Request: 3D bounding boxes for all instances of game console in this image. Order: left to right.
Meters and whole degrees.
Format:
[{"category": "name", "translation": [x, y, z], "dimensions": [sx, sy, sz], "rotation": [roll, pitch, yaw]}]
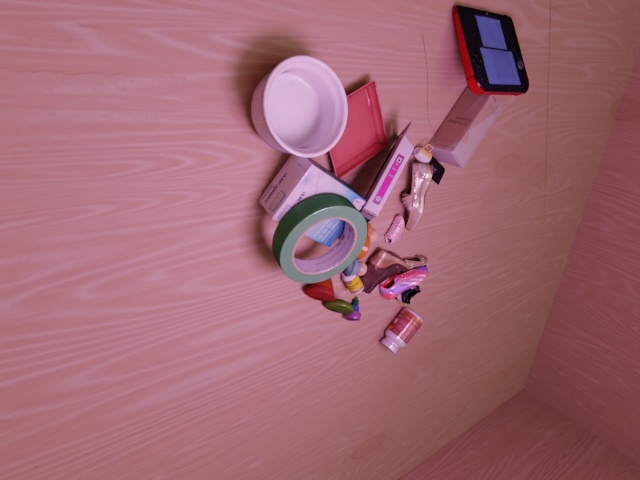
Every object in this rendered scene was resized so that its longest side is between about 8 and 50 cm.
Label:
[{"category": "game console", "translation": [0.686, -0.745, 1.734], "dimensions": [0.386, 0.060, 0.343], "rotation": [-12, 92, -36]}]

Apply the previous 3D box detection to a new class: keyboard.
[{"category": "keyboard", "translation": [0.482, -0.303, 1.912], "dimensions": [0.180, 0.023, 0.108], "rotation": [28, 86, -44]}]

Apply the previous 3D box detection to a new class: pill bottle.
[{"category": "pill bottle", "translation": [0.129, 0.162, 1.815], "dimensions": [0.065, 0.065, 0.116], "rotation": [-40, 118, -17]}, {"category": "pill bottle", "translation": [0.397, 0.445, 2.154], "dimensions": [0.216, 0.121, 0.121], "rotation": [-50, 134, -9]}]

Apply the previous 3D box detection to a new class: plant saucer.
[{"category": "plant saucer", "translation": [0.111, -0.390, 1.537], "dimensions": [0.258, 0.047, 0.259], "rotation": [-37, 131, -21]}]

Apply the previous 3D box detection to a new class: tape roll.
[{"category": "tape roll", "translation": [0.000, 0.000, 1.453], "dimensions": [0.320, 0.077, 0.322], "rotation": [-18, 136, -19]}]

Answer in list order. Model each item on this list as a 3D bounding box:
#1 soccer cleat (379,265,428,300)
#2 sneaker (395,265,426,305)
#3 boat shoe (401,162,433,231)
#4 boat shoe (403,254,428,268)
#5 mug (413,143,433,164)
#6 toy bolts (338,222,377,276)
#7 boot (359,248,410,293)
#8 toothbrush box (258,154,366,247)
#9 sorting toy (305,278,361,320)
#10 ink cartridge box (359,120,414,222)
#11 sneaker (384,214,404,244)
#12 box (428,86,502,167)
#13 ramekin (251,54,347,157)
[{"category": "soccer cleat", "translation": [0.386, 0.182, 2.018], "dimensions": [0.247, 0.083, 0.095], "rotation": [-32, 116, -4]}, {"category": "sneaker", "translation": [0.455, 0.215, 2.101], "dimensions": [0.235, 0.097, 0.084], "rotation": [-53, 135, -5]}, {"category": "boat shoe", "translation": [0.389, -0.183, 1.852], "dimensions": [0.098, 0.109, 0.303], "rotation": [8, 118, -4]}, {"category": "boat shoe", "translation": [0.451, 0.094, 2.067], "dimensions": [0.152, 0.056, 0.048], "rotation": [-11, 123, -28]}, {"category": "mug", "translation": [0.420, -0.362, 1.807], "dimensions": [0.064, 0.062, 0.078], "rotation": [27, 88, -36]}, {"category": "toy bolts", "translation": [0.153, 0.049, 1.691], "dimensions": [0.158, 0.218, 0.229], "rotation": [15, 109, -30]}, {"category": "boot", "translation": [0.273, 0.149, 1.944], "dimensions": [0.248, 0.090, 0.207], "rotation": [23, 108, -46]}, {"category": "toothbrush box", "translation": [-0.023, -0.135, 1.474], "dimensions": [0.295, 0.126, 0.216], "rotation": [28, 106, -44]}, {"category": "sorting toy", "translation": [0.075, 0.218, 1.804], "dimensions": [0.365, 0.126, 0.126], "rotation": [41, 53, -47]}, {"category": "ink cartridge box", "translation": [0.248, -0.246, 1.615], "dimensions": [0.069, 0.176, 0.371], "rotation": [27, 82, -3]}, {"category": "sneaker", "translation": [0.318, -0.042, 1.886], "dimensions": [0.070, 0.051, 0.135], "rotation": [-17, 126, -39]}, {"category": "box", "translation": [0.609, -0.477, 1.845], "dimensions": [0.121, 0.148, 0.311], "rotation": [37, 85, -43]}, {"category": "ramekin", "translation": [-0.069, -0.384, 1.287], "dimensions": [0.276, 0.135, 0.278], "rotation": [-6, 100, -32]}]
